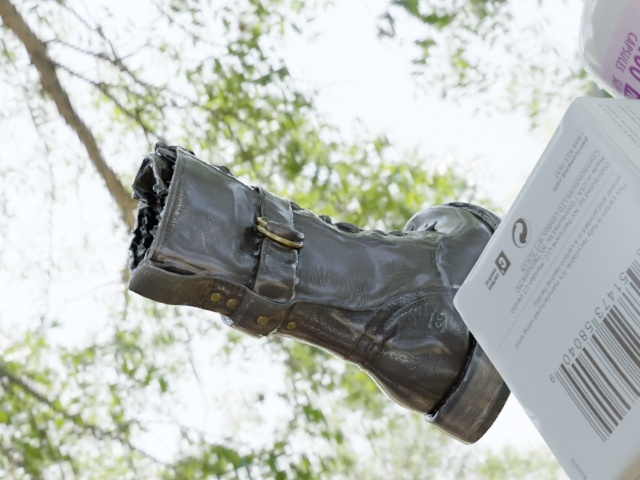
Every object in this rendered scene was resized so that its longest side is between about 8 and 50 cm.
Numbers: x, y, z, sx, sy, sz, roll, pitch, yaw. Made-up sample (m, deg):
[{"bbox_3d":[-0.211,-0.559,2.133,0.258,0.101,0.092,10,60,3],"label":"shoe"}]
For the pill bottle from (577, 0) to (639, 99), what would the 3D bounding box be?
[{"bbox_3d":[0.280,-0.056,0.571,0.169,0.301,0.169,-38,-22,-19],"label":"pill bottle"}]

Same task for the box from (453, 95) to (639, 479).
[{"bbox_3d":[0.121,0.019,0.432,0.087,0.102,0.101,-1,-47,-33],"label":"box"}]

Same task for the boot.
[{"bbox_3d":[0.000,0.000,0.738,0.229,0.263,0.091,26,-70,-10],"label":"boot"}]
